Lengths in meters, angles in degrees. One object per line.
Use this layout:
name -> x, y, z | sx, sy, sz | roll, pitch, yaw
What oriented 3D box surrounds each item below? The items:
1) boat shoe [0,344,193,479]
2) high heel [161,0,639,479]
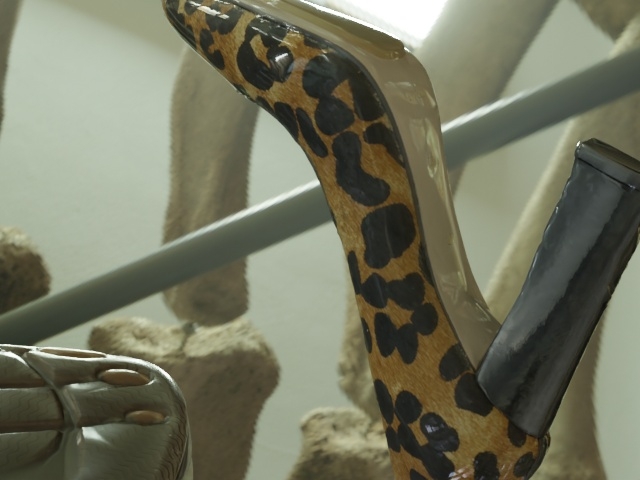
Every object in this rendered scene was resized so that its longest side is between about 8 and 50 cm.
boat shoe -> -0.097, 0.146, 0.278 | 0.123, 0.116, 0.324 | 11, -154, 6
high heel -> 0.000, 0.000, 0.551 | 0.261, 0.186, 0.093 | 31, -162, 25
